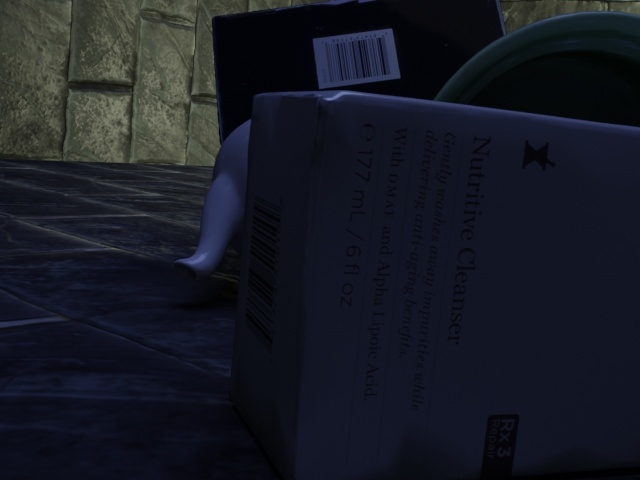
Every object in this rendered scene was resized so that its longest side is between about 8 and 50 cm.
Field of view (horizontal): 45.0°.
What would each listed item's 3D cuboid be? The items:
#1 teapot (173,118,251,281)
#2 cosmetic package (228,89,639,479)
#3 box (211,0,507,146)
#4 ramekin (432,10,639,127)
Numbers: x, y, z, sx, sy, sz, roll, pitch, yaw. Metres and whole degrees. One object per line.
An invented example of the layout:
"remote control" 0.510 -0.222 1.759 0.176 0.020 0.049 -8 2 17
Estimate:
"teapot" 0.008 -0.019 0.843 0.256 0.187 0.252 -14 -22 16
"cosmetic package" 0.146 0.026 0.511 0.385 0.217 0.156 1 9 -19
"box" 0.057 -0.153 1.020 0.343 0.179 0.312 -7 -19 2
"ramekin" 0.224 -0.052 0.716 0.303 0.303 0.148 6 14 1
